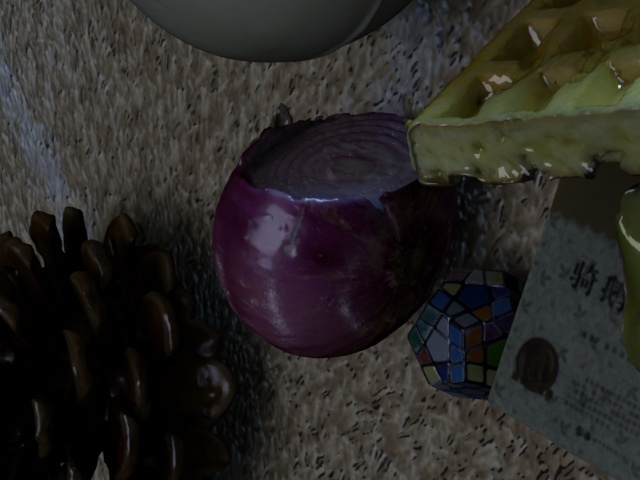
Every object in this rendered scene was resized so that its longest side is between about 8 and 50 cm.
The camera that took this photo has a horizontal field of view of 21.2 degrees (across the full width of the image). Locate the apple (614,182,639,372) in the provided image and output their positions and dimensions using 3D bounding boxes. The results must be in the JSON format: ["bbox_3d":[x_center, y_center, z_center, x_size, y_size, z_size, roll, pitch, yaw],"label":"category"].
[{"bbox_3d":[0.306,0.045,1.033,0.265,0.120,0.193,12,128,12],"label":"apple"}]

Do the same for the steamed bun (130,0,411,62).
[{"bbox_3d":[-0.040,-0.319,1.260,0.334,0.334,0.374,12,103,50],"label":"steamed bun"}]

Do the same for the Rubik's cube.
[{"bbox_3d":[0.123,0.073,1.322,0.111,0.111,0.093,-14,62,52],"label":"Rubik's cube"}]

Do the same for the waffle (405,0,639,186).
[{"bbox_3d":[0.200,-0.117,1.064,0.248,0.221,0.055,-3,124,45],"label":"waffle"}]

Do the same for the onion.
[{"bbox_3d":[0.012,0.004,1.357,0.200,0.207,0.201,5,114,11],"label":"onion"}]

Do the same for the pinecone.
[{"bbox_3d":[-0.289,0.153,1.647,0.384,0.384,0.384,16,111,49],"label":"pinecone"}]

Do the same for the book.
[{"bbox_3d":[0.237,0.015,1.173,0.217,0.021,0.310,30,109,44],"label":"book"}]
